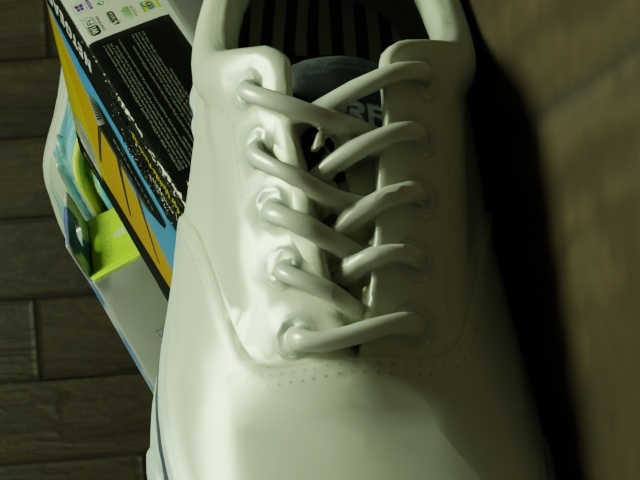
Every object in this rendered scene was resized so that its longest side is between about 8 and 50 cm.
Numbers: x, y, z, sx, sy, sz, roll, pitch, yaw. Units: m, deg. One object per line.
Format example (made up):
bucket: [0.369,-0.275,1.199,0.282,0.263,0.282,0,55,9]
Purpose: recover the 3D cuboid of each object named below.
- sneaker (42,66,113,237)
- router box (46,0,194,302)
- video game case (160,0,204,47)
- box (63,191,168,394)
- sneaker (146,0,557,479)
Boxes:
sneaker: [-0.128,-0.033,1.255,0.208,0.127,0.319,-101,9,-48]
router box: [-0.063,-0.030,0.809,0.179,0.046,0.133,57,163,35]
video game case: [-0.068,-0.126,0.715,0.227,0.026,0.206,55,-178,-19]
box: [-0.082,0.054,1.013,0.178,0.042,0.109,62,180,-19]
sneaker: [0.000,0.000,0.439,0.258,0.094,0.091,-101,6,-48]
